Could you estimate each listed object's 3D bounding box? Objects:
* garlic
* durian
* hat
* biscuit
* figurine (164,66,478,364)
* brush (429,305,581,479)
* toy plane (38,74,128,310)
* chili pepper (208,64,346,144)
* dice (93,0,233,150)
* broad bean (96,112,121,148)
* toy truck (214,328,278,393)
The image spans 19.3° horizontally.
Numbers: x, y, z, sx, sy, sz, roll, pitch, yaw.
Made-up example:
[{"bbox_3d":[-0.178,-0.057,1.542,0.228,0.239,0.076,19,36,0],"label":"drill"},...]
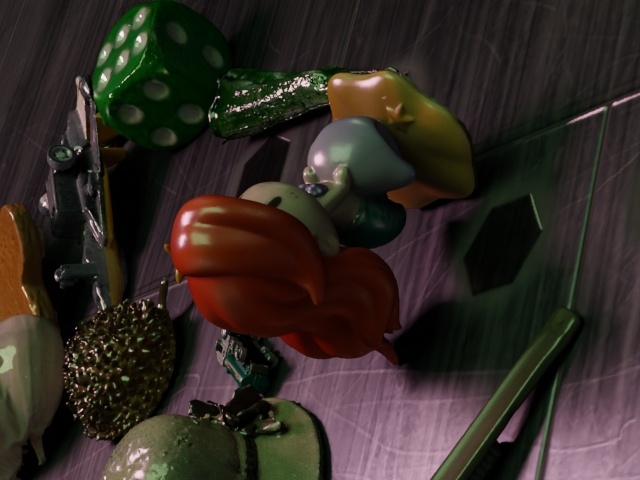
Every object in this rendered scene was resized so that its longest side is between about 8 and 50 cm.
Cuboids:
[{"bbox_3d":[-0.380,0.173,2.113,0.229,0.143,0.178,-43,42,37],"label":"garlic"},{"bbox_3d":[-0.216,0.117,1.963,0.188,0.091,0.148,-58,28,1],"label":"durian"},{"bbox_3d":[-0.124,0.229,1.662,0.257,0.130,0.257,-39,34,34],"label":"hat"},{"bbox_3d":[-0.396,0.021,2.301,0.340,0.047,0.216,12,112,61],"label":"biscuit"},{"bbox_3d":[0.004,-0.002,1.579,0.181,0.208,0.257,30,57,24],"label":"figurine"},{"bbox_3d":[0.140,0.134,1.427,0.190,0.027,0.034,-54,31,-4],"label":"brush"},{"bbox_3d":[-0.274,-0.023,2.183,0.204,0.103,0.316,106,165,-45],"label":"toy plane"},{"bbox_3d":[-0.032,-0.146,1.950,0.227,0.059,0.088,0,69,54],"label":"chili pepper"},{"bbox_3d":[-0.184,-0.191,2.168,0.128,0.120,0.131,-36,37,37],"label":"dice"},{"bbox_3d":[-0.229,-0.186,2.315,0.213,0.048,0.070,-54,29,10],"label":"broad bean"},{"bbox_3d":[-0.073,0.113,1.784,0.083,0.039,0.044,45,117,60],"label":"toy truck"}]
